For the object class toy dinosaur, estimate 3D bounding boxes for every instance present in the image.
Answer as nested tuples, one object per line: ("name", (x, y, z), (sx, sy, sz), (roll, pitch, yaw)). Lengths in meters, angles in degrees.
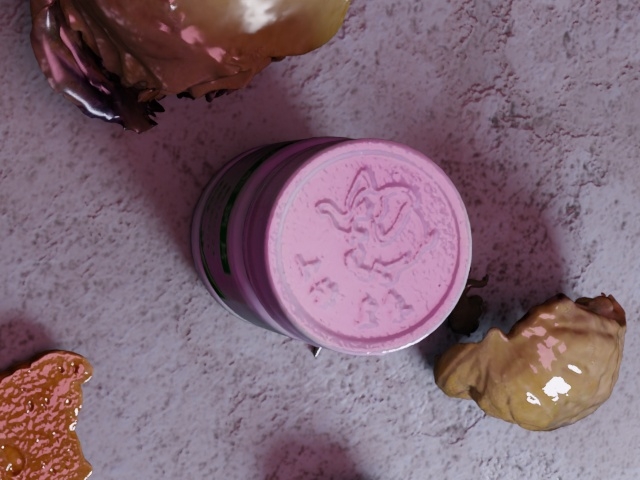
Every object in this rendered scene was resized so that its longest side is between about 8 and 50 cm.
("toy dinosaur", (0.110, 0.091, 1.829), (0.187, 0.087, 0.179), (29, 84, -23))

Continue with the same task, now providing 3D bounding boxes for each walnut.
("walnut", (0.258, 0.143, 1.829), (0.238, 0.204, 0.141), (-20, 76, -19))

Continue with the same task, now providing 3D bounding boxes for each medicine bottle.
("medicine bottle", (0.000, 0.000, 1.627), (0.212, 0.325, 0.212), (-1, 93, -16))

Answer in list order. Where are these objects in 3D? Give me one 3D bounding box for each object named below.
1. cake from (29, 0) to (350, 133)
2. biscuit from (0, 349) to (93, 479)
("cake", (-0.130, -0.268, 1.602), (0.332, 0.332, 0.321), (13, 129, -24))
("biscuit", (-0.340, 0.229, 1.678), (0.183, 0.043, 0.280), (40, 85, -19))
